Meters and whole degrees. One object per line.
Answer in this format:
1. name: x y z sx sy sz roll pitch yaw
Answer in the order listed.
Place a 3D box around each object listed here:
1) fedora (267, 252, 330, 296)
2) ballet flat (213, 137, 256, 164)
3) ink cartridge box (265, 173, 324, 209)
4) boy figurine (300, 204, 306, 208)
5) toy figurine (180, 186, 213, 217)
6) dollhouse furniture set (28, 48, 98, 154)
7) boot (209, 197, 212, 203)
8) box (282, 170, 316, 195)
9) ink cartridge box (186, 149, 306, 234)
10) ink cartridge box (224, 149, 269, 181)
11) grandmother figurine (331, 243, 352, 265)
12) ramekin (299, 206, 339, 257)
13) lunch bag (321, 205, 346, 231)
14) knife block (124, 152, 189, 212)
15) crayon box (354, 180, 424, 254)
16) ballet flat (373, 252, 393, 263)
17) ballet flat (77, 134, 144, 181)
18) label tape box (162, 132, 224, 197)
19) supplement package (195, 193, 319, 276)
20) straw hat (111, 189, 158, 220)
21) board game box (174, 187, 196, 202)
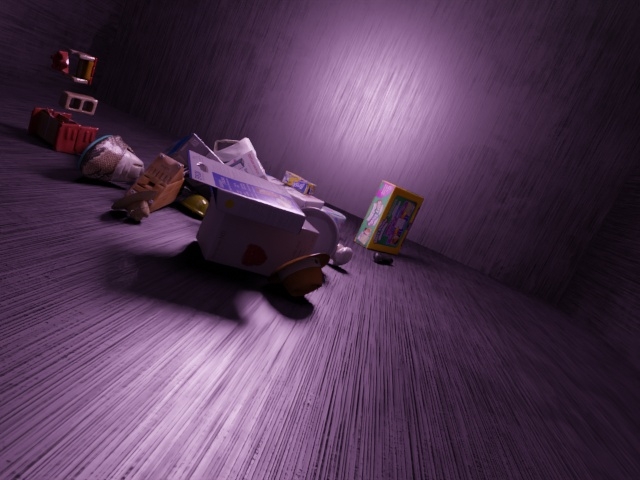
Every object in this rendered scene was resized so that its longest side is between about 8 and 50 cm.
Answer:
1. fedora: -0.048 0.103 1.376 0.194 0.194 0.079 6 57 -59
2. ballet flat: -0.491 -0.385 2.291 0.401 0.139 0.139 -10 7 9
3. ink cartridge box: -0.216 -0.190 2.336 0.395 0.166 0.285 27 11 14
4. boy figurine: -0.200 -0.126 2.112 0.286 0.092 0.177 14 50 14
5. toy figurine: -0.301 -0.137 1.740 0.363 0.217 0.191 31 13 33
6. dollhouse furniture set: -0.932 -0.525 1.873 0.201 0.373 0.152 31 17 27
7. boot: -0.412 -0.152 2.085 0.107 0.037 0.114 23 5 -16
8. box: -0.101 -0.267 2.346 0.169 0.059 0.054 32 13 37
9. ink cartridge box: -0.218 -0.133 1.354 0.308 0.072 0.303 16 17 -21
10. ink cartridge box: -0.346 -0.268 2.157 0.154 0.213 0.093 63 -2 25
11. grandmother figurine: -0.040 0.008 1.930 0.343 0.103 0.207 21 19 -2
12. ramekin: -0.035 -0.011 1.759 0.207 0.207 0.109 25 1 6
13. lunch bag: -0.027 -0.132 2.577 0.224 0.107 0.279 14 9 -42
14. knife block: -0.537 -0.169 1.690 0.088 0.275 0.242 29 -29 -2
15. crayon box: 0.381 -0.117 2.747 0.313 0.362 0.106 13 15 -48
16. ballet flat: 0.303 0.095 2.437 0.058 0.049 0.173 -3 -13 36
17. ballet flat: -0.713 -0.283 1.771 0.182 0.163 0.483 30 4 -21
18. label tape box: -0.432 -0.238 1.907 0.333 0.105 0.241 46 -22 -25
19. supplement package: -0.188 -0.014 1.471 0.293 0.177 0.175 17 14 -28
20. straw hat: -0.520 -0.089 1.428 0.061 0.145 0.144 66 16 2
21. board game box: -0.564 -0.182 1.884 0.136 0.035 0.201 32 13 39
